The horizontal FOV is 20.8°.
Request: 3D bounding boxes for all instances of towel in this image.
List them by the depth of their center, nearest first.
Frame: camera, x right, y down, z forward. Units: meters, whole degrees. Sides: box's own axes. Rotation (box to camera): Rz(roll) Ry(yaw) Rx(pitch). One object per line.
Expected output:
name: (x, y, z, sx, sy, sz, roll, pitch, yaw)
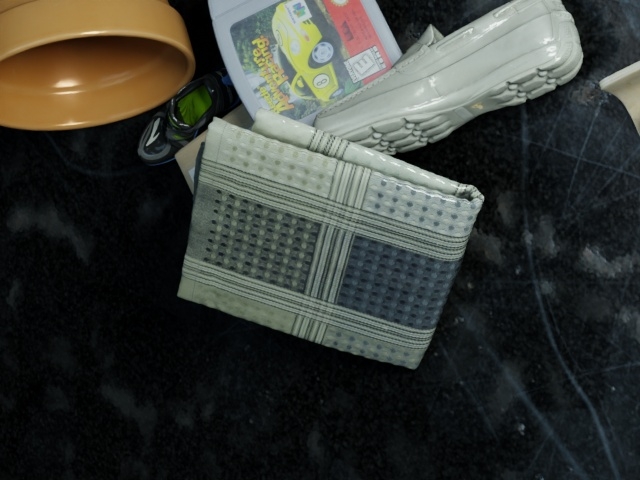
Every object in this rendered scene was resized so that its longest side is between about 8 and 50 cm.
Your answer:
towel: (0.000, 0.000, 2.020, 0.324, 0.056, 0.312, 17, 137, 2)

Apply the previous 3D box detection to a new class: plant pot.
plant pot: (-0.315, -0.287, 2.199, 0.291, 0.291, 0.204, -24, 69, 37)

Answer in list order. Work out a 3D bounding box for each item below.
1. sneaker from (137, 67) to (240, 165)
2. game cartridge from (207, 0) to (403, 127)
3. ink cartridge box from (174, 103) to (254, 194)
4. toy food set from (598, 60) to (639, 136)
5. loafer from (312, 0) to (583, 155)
sneaker: (-0.179, -0.160, 2.229, 0.188, 0.078, 0.067, -36, 78, 36)
game cartridge: (-0.011, -0.219, 2.052, 0.196, 0.060, 0.294, -28, 82, 7)
ink cartridge box: (-0.049, -0.053, 2.151, 0.193, 0.088, 0.235, -33, 79, 37)
toy food set: (0.433, -0.066, 1.785, 0.219, 0.092, 0.306, -26, 83, 37)
loafer: (0.135, -0.184, 1.947, 0.319, 0.112, 0.111, -21, 68, 14)
